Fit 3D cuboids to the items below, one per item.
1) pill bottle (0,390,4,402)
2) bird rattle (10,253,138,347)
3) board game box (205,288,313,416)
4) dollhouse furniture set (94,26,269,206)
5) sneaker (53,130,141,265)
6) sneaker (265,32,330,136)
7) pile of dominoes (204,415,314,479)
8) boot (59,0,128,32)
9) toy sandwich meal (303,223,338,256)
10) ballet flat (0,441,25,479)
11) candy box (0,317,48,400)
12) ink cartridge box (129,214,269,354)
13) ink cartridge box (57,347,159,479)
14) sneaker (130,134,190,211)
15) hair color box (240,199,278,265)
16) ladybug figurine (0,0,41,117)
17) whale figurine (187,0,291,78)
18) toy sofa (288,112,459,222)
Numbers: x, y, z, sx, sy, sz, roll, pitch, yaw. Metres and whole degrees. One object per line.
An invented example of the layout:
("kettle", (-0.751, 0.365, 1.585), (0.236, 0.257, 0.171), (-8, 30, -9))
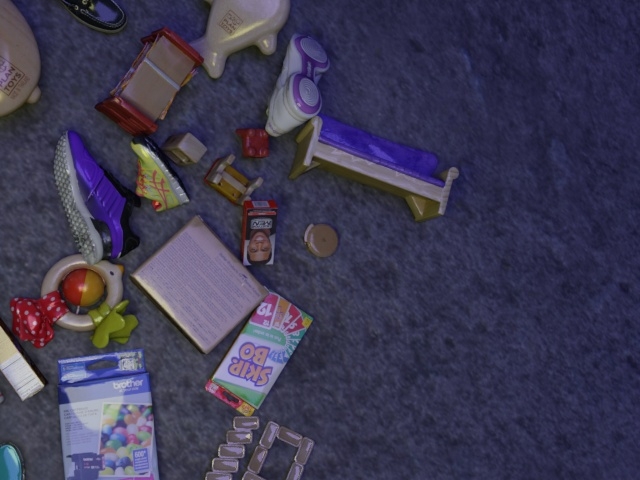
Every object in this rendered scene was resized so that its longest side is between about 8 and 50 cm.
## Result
("pill bottle", (-0.697, 0.269, 1.493), (0.087, 0.087, 0.160), (-32, 92, -17))
("bird rattle", (-0.503, 0.129, 1.574), (0.253, 0.143, 0.207), (8, 69, -1))
("board game box", (-0.134, 0.247, 1.680), (0.124, 0.039, 0.259), (35, 76, -8))
("dollhouse furniture set", (-0.276, -0.260, 1.674), (0.374, 0.152, 0.201), (39, 73, -25))
("sneaker", (-0.462, -0.096, 1.610), (0.146, 0.102, 0.293), (-13, 78, -35))
("sneaker", (-0.066, -0.356, 1.721), (0.114, 0.152, 0.305), (35, 41, -23))
("pile of dominoes", (-0.149, 0.511, 1.653), (0.196, 0.040, 0.251), (29, 68, -9))
("boot", (-0.514, -0.547, 1.605), (0.236, 0.178, 0.085), (36, 75, -7))
("toy sandwich meal", (0.000, 0.000, 1.756), (0.085, 0.029, 0.086), (3, 82, -20))
("ballet flat", (-0.610, 0.493, 1.501), (0.070, 0.070, 0.188), (-5, 80, -16))
("candy box", (-0.617, 0.226, 1.510), (0.053, 0.109, 0.187), (-35, 93, -17))
("ink cartridge box", (-0.260, 0.097, 1.638), (0.193, 0.088, 0.235), (-44, 95, -18))
("ink cartridge box", (-0.436, 0.387, 1.566), (0.185, 0.065, 0.311), (-5, 82, -17))
("sneaker", (-0.354, -0.131, 1.603), (0.094, 0.208, 0.081), (-27, 47, -2))
("hair color box", (-0.136, -0.016, 1.674), (0.072, 0.043, 0.141), (-3, 120, -16))
("ladybug figurine", (-0.764, -0.397, 1.524), (0.449, 0.162, 0.305), (35, 76, -8))
("whale figurine", (-0.186, -0.499, 1.734), (0.216, 0.141, 0.272), (39, 99, -7))
("toy sofa", (0.124, -0.182, 1.751), (0.362, 0.150, 0.177), (19, 79, -12))
